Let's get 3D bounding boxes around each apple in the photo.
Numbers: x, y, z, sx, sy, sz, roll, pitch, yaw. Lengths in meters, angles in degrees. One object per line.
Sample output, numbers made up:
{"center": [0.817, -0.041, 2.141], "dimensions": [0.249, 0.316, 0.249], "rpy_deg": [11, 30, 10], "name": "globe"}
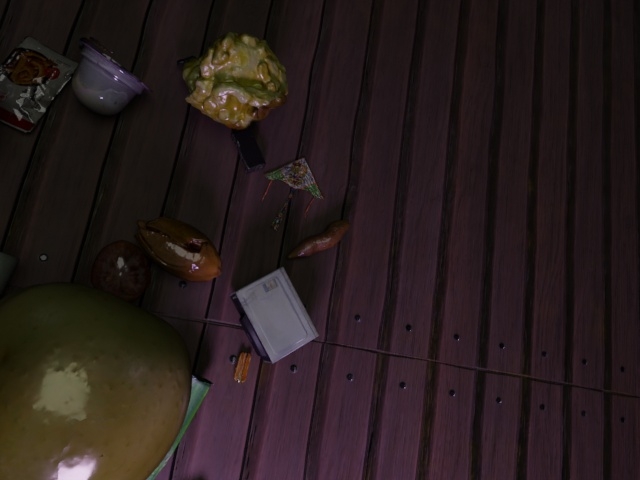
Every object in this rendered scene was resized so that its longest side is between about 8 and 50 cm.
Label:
{"center": [-0.482, 0.311, 0.972], "dimensions": [0.473, 0.473, 0.473], "rpy_deg": [4, 77, -18], "name": "apple"}

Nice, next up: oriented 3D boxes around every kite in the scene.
{"center": [-0.083, -0.134, 1.448], "dimensions": [0.198, 0.006, 0.244], "rpy_deg": [24, 71, -13], "name": "kite"}

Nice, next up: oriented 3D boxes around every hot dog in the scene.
{"center": [-0.204, 0.330, 1.300], "dimensions": [0.037, 0.021, 0.083], "rpy_deg": [24, 71, -24], "name": "hot dog"}

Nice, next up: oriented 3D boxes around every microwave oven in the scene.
{"center": [-0.125, 0.194, 1.299], "dimensions": [0.163, 0.129, 0.205], "rpy_deg": [-26, 88, -20], "name": "microwave oven"}

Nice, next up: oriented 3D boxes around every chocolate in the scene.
{"center": [-0.555, -0.400, 1.263], "dimensions": [0.221, 0.221, 0.147], "rpy_deg": [42, 88, -7], "name": "chocolate"}
{"center": [-0.370, 0.449, 1.177], "dimensions": [0.110, 0.110, 0.291], "rpy_deg": [30, 73, -11], "name": "chocolate"}

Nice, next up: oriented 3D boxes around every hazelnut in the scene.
{"center": [-0.477, 0.077, 1.193], "dimensions": [0.143, 0.143, 0.154], "rpy_deg": [5, 91, -18], "name": "hazelnut"}

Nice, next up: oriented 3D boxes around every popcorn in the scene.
{"center": [-0.227, -0.421, 1.334], "dimensions": [0.293, 0.293, 0.237], "rpy_deg": [-28, 107, -22], "name": "popcorn"}

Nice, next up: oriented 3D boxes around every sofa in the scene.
{"center": [-0.205, -0.255, 1.414], "dimensions": [0.060, 0.039, 0.118], "rpy_deg": [-23, 86, -23], "name": "sofa"}

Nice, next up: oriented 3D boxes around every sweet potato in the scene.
{"center": [0.003, 0.001, 1.421], "dimensions": [0.218, 0.051, 0.065], "rpy_deg": [-32, 49, -23], "name": "sweet potato"}

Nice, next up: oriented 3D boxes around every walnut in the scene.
{"center": [-0.357, 0.021, 1.258], "dimensions": [0.245, 0.137, 0.137], "rpy_deg": [29, 70, 0], "name": "walnut"}

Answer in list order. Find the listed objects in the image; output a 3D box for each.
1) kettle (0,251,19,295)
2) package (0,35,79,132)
{"center": [-0.812, 0.117, 1.074], "dimensions": [0.240, 0.165, 0.255], "rpy_deg": [15, 76, 15], "name": "kettle"}
{"center": [-0.739, -0.396, 1.262], "dimensions": [0.154, 0.030, 0.239], "rpy_deg": [29, 72, -9], "name": "package"}
